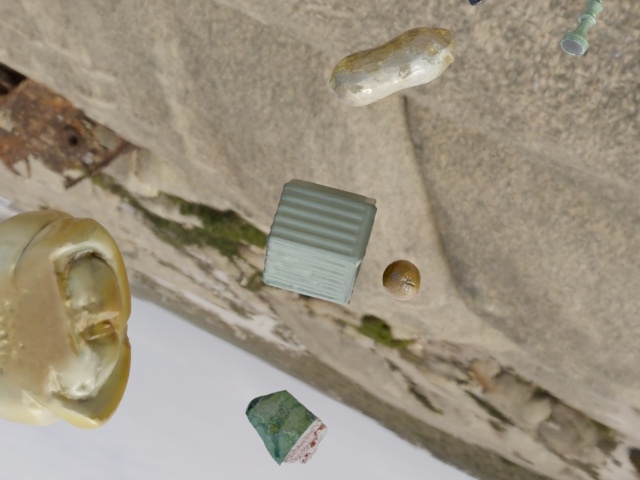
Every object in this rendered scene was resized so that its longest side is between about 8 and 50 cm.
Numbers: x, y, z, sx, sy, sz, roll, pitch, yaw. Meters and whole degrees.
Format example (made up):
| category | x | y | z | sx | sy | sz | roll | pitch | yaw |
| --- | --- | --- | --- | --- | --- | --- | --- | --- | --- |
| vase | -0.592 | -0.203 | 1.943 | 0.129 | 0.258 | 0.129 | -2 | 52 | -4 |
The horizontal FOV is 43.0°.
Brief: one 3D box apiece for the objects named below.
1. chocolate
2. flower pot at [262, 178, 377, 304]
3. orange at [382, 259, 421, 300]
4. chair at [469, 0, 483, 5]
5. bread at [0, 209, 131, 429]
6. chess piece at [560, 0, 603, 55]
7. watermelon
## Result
| category | x | y | z | sx | sy | sz | roll | pitch | yaw |
| --- | --- | --- | --- | --- | --- | --- | --- | --- | --- |
| chocolate | 0.169 | -0.407 | 1.907 | 0.134 | 0.309 | 0.134 | -22 | -90 | -82 |
| flower pot | 0.000 | 0.000 | 1.631 | 0.189 | 0.209 | 0.239 | 16 | 131 | 2 |
| orange | 0.156 | 0.076 | 1.550 | 0.085 | 0.085 | 0.085 | 25 | 172 | 4 |
| chair | 0.359 | -0.624 | 1.666 | 0.240 | 0.203 | 0.416 | -27 | 175 | 33 |
| bread | -0.522 | 0.154 | 1.591 | 0.245 | 0.425 | 0.328 | 5 | -174 | 40 |
| chess piece | 0.583 | -0.481 | 1.782 | 0.059 | 0.149 | 0.059 | 29 | 169 | 6 |
| watermelon | -0.034 | 0.321 | 1.330 | 0.158 | 0.098 | 0.121 | 51 | 180 | -23 |
